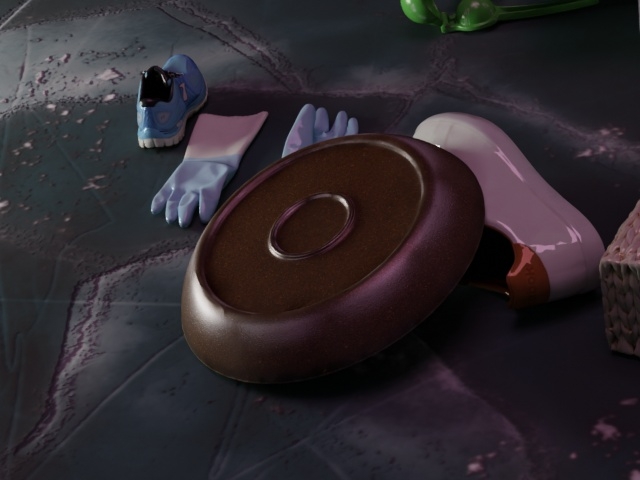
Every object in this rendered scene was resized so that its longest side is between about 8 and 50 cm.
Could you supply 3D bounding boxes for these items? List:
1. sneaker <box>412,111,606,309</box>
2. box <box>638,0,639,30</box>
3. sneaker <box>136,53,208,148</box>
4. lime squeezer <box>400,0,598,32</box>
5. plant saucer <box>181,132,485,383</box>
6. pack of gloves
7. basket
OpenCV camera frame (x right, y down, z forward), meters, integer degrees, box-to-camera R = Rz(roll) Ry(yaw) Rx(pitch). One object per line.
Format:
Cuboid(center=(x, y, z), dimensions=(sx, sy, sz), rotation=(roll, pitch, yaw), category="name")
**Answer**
Cuboid(center=(0.142, -0.032, 1.680), dimensions=(0.123, 0.106, 0.290), rotation=(-20, 36, -20), category="sneaker")
Cuboid(center=(0.382, -0.145, 1.623), dimensions=(0.169, 0.290, 0.087), rotation=(-10, 32, 2), category="box")
Cuboid(center=(-0.169, -0.171, 2.000), dimensions=(0.063, 0.073, 0.162), rotation=(-3, 34, 11), category="sneaker")
Cuboid(center=(0.166, -0.296, 2.087), dimensions=(0.310, 0.110, 0.059), rotation=(19, 14, -11), category="lime squeezer")
Cuboid(center=(0.000, 0.000, 1.642), dimensions=(0.311, 0.050, 0.310), rotation=(-18, 38, 15), category="plant saucer")
Cuboid(center=(-0.069, -0.092, 1.881), dimensions=(0.195, 0.046, 0.232), rotation=(1, 34, 14), category="pack of gloves")
Cuboid(center=(0.320, 0.022, 1.549), dimensions=(0.103, 0.113, 0.167), rotation=(8, 37, 28), category="basket")
